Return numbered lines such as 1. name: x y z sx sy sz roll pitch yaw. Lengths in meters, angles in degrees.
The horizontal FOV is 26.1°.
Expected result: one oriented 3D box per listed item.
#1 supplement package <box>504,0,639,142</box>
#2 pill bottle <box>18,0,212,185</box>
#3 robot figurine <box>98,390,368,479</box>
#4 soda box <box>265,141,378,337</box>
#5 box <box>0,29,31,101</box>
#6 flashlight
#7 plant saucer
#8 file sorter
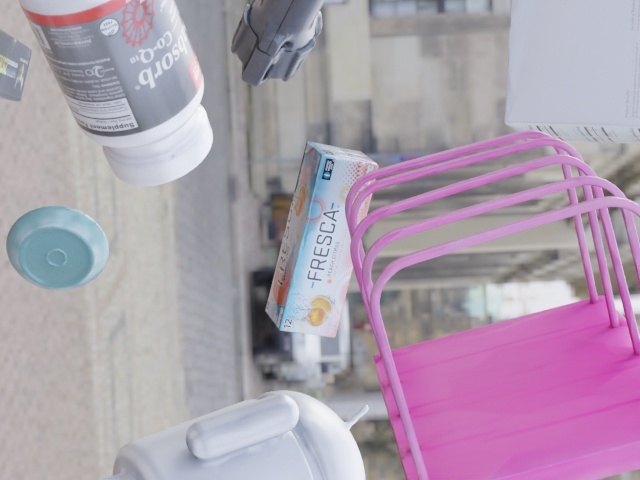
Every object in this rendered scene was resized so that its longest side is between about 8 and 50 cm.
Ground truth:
1. supplement package: 0.314 -0.206 1.478 0.149 0.203 0.194 11 83 -72
2. pill bottle: -0.295 -0.272 2.068 0.210 0.210 0.363 -92 167 -47
3. robot figurine: -0.097 0.292 1.566 0.200 0.353 0.300 53 -32 34
4. soda box: 0.000 0.000 1.356 0.058 0.062 0.183 -135 -123 -67
5. box: -0.368 -0.176 1.230 0.232 0.183 0.059 -155 -101 -85
6. flashlight: -0.001 -0.270 1.291 0.103 0.103 0.304 70 -27 20
7. plant saucer: -0.308 0.015 1.611 0.021 0.119 0.119 -96 -178 -56
8. file sorter: 0.130 0.040 1.000 0.291 0.202 0.182 -103 178 -76
